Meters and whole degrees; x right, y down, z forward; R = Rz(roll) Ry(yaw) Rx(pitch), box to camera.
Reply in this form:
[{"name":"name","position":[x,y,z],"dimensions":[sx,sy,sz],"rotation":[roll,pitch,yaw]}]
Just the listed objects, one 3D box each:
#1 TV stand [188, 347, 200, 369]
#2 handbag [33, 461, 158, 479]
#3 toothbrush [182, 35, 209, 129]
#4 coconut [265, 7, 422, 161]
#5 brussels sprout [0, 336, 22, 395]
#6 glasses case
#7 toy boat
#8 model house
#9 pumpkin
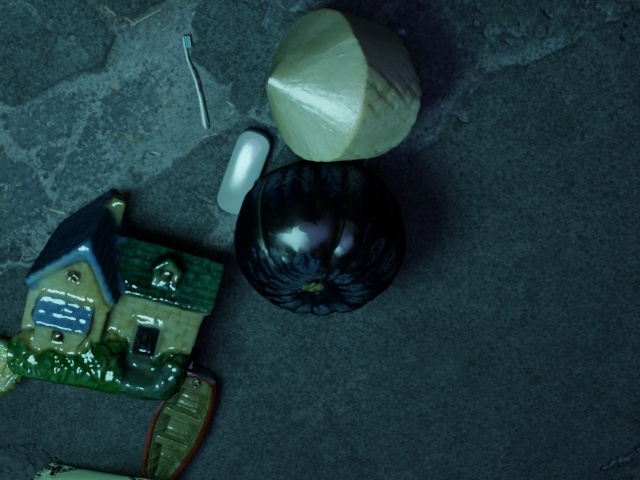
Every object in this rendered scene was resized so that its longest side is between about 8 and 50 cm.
[{"name":"TV stand","position":[-0.422,0.248,1.842],"dimensions":[0.257,0.049,0.040],"rotation":[21,109,-3]},{"name":"handbag","position":[-0.543,0.696,1.905],"dimensions":[0.359,0.160,0.236],"rotation":[-1,106,27]},{"name":"toothbrush","position":[-0.269,-0.339,1.635],"dimensions":[0.022,0.017,0.204],"rotation":[-1,110,25]},{"name":"coconut","position":[0.027,-0.291,1.459],"dimensions":[0.329,0.329,0.328],"rotation":[1,110,4]},{"name":"brussels sprout","position":[-0.799,0.305,1.853],"dimensions":[0.152,0.122,0.149],"rotation":[14,89,-15]},{"name":"glasses case","position":[-0.169,-0.150,1.676],"dimensions":[0.076,0.049,0.197],"rotation":[21,110,-3]},{"name":"toy boat","position":[-0.366,0.486,1.907],"dimensions":[0.136,0.079,0.392],"rotation":[23,110,-6]},{"name":"model house","position":[-0.427,0.109,1.651],"dimensions":[0.382,0.334,0.342],"rotation":[18,112,-12]},{"name":"pumpkin","position":[0.000,0.000,1.576],"dimensions":[0.364,0.266,0.363],"rotation":[2,143,2]}]
